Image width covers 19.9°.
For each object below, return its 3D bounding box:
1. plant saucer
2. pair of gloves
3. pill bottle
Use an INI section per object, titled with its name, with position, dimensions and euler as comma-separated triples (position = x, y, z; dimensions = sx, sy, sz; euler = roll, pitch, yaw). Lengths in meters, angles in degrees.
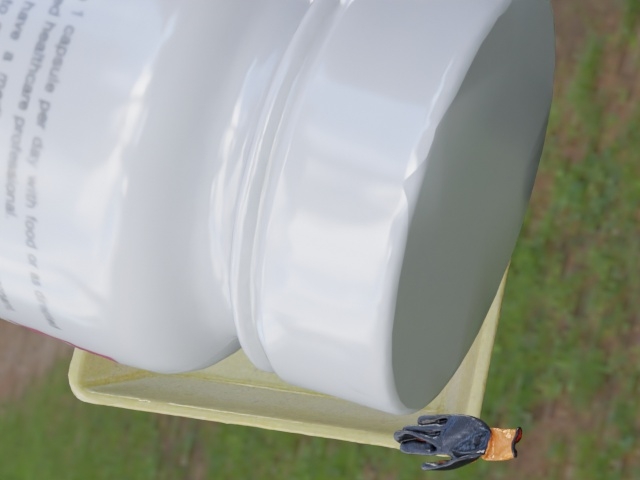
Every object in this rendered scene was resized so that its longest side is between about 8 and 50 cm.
[plant saucer]
position = 0.000, 0.000, 1.444
dimensions = 0.081, 0.332, 0.333
euler = 51, -132, -62
[pair of gloves]
position = 0.068, 0.131, 0.991
dimensions = 0.010, 0.074, 0.083
euler = 57, -140, -46
[pill bottle]
position = -0.081, -0.052, 0.576
dimensions = 0.160, 0.283, 0.160
euler = -54, -26, -42
